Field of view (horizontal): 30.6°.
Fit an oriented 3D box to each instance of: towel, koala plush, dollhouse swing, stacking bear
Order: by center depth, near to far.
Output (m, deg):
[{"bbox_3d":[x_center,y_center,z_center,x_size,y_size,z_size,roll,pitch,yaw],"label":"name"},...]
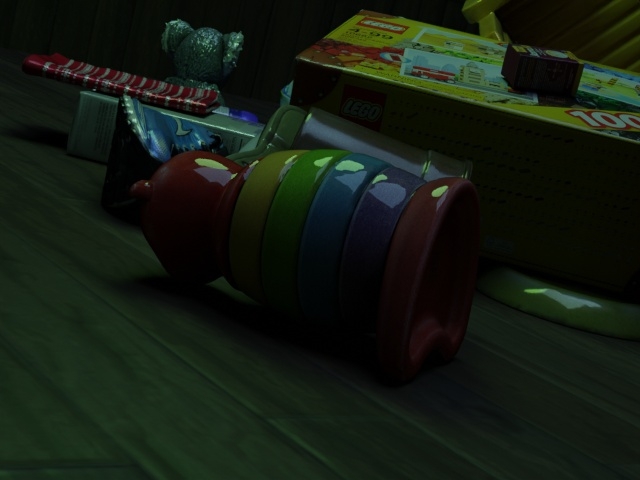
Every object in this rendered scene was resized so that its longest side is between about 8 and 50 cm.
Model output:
[{"bbox_3d":[-0.024,-0.003,1.002,0.289,0.164,0.175,13,8,23],"label":"stacking bear"},{"bbox_3d":[-0.292,-0.235,1.749,0.275,0.031,0.199,13,10,-1],"label":"towel"},{"bbox_3d":[0.422,-0.281,1.845,0.346,0.315,0.305,57,2,-13],"label":"dollhouse swing"},{"bbox_3d":[-0.220,-0.286,2.129,0.196,0.221,0.203,20,11,28],"label":"koala plush"}]

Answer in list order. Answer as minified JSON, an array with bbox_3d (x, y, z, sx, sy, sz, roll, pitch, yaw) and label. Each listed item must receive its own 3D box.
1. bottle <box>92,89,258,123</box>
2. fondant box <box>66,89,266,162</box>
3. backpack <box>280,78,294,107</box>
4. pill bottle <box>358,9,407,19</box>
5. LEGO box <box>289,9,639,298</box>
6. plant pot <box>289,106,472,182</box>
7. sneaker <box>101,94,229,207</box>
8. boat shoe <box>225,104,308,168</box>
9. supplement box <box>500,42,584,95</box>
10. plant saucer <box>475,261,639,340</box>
[{"bbox_3d":[-0.249,-0.200,1.979,0.283,0.092,0.118,12,6,-9],"label":"bottle"},{"bbox_3d":[-0.180,-0.142,1.738,0.330,0.096,0.238,15,9,1],"label":"fondant box"},{"bbox_3d":[0.088,-0.172,1.939,0.356,0.273,0.290,7,14,42],"label":"backpack"},{"bbox_3d":[0.138,-0.267,1.774,0.208,0.117,0.117,27,11,4],"label":"pill bottle"},{"bbox_3d":[0.235,-0.129,1.528,0.500,0.193,0.372,15,23,10],"label":"LEGO box"},{"bbox_3d":[0.036,-0.040,1.134,0.165,0.167,0.167,27,9,-3],"label":"plant pot"},{"bbox_3d":[-0.177,-0.101,1.404,0.147,0.129,0.330,11,10,-5],"label":"sneaker"},{"bbox_3d":[-0.071,-0.043,1.276,0.113,0.103,0.302,39,32,-1],"label":"boat shoe"},{"bbox_3d":[0.269,-0.208,1.420,0.083,0.043,0.055,5,25,-12],"label":"supplement box"},{"bbox_3d":[0.304,0.065,1.414,0.241,0.037,0.241,14,9,-2],"label":"plant saucer"}]
